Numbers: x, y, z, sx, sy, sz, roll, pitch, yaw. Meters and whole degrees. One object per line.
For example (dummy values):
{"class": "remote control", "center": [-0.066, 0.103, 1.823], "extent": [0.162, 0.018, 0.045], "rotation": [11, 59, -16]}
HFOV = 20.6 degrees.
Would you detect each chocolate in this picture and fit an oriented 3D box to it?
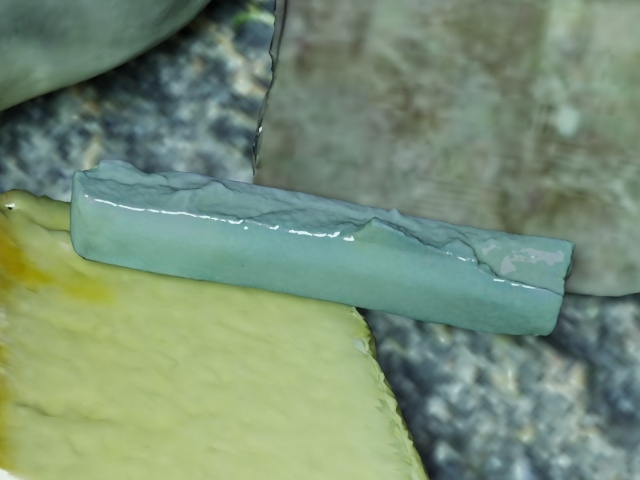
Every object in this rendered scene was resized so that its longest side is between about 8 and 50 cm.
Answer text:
{"class": "chocolate", "center": [0.082, -0.128, 0.607], "extent": [0.185, 0.100, 0.303], "rotation": [10, 116, -1]}

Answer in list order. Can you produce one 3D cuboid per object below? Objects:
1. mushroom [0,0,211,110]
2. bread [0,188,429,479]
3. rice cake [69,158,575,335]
{"class": "mushroom", "center": [-0.137, -0.078, 0.608], "extent": [0.097, 0.109, 0.351], "rotation": [21, 49, 37]}
{"class": "bread", "center": [-0.098, 0.107, 0.532], "extent": [0.346, 0.242, 0.404], "rotation": [-2, 76, -5]}
{"class": "rice cake", "center": [0.000, 0.000, 0.624], "extent": [0.180, 0.042, 0.030], "rotation": [10, 41, 2]}
